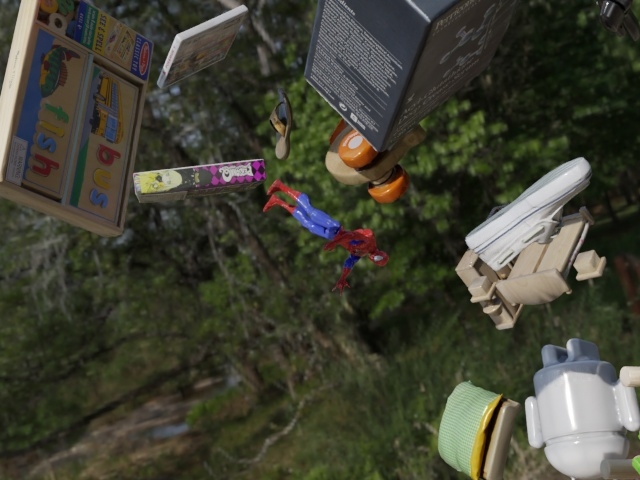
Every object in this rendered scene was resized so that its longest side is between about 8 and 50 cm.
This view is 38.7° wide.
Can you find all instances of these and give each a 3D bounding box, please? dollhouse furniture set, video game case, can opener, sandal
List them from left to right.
[{"bbox_3d":[-0.208,-0.099,1.550,0.210,0.042,0.232,-7,1,-9],"label":"video game case"},{"bbox_3d":[-0.268,-0.438,2.063,0.201,0.023,0.183,-36,-8,-34],"label":"video game case"},{"bbox_3d":[-0.101,-0.281,2.220,0.049,0.180,0.072,-5,27,-21],"label":"sandal"},{"bbox_3d":[0.211,0.393,1.591,0.151,0.301,0.197,15,-4,-22],"label":"dollhouse furniture set"},{"bbox_3d":[0.476,0.045,1.832,0.355,0.174,0.303,-17,28,47],"label":"dollhouse furniture set"},{"bbox_3d":[0.465,-0.357,1.435,0.073,0.059,0.186,-60,-26,10],"label":"can opener"}]

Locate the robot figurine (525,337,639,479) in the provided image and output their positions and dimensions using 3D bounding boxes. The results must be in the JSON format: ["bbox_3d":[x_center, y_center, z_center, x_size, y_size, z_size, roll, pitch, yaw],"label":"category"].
[{"bbox_3d":[0.632,0.422,2.216,0.200,0.353,0.300,15,-29,-41],"label":"robot figurine"}]

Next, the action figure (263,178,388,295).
[{"bbox_3d":[0.000,0.000,1.850,0.139,0.280,0.091,-58,-9,-34],"label":"action figure"}]

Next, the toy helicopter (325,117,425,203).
[{"bbox_3d":[0.144,-0.255,1.816,0.355,0.140,0.235,-48,36,-6],"label":"toy helicopter"}]

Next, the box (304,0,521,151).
[{"bbox_3d":[0.163,-0.382,1.496,0.293,0.212,0.395,-39,-13,-20],"label":"box"}]

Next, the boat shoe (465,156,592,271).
[{"bbox_3d":[0.299,-0.032,1.254,0.083,0.076,0.226,-42,1,-40],"label":"boat shoe"}]

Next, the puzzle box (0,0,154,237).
[{"bbox_3d":[-0.442,-0.236,1.646,0.052,0.409,0.272,-10,-23,36],"label":"puzzle box"}]

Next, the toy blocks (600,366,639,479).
[{"bbox_3d":[0.756,0.427,1.803,0.260,0.288,0.309,3,18,-11],"label":"toy blocks"}]
